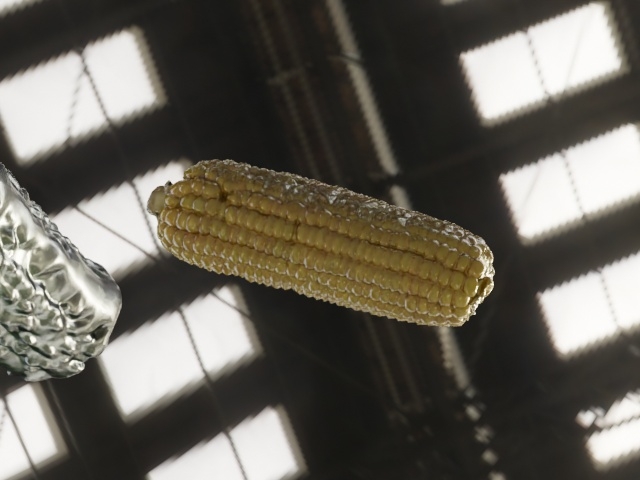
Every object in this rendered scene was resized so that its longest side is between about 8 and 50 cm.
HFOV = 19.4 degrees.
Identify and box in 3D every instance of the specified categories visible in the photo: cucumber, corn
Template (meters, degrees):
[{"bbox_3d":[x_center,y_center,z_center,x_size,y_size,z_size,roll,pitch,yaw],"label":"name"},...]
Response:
[{"bbox_3d":[-0.113,-0.006,0.562,0.058,0.058,0.187,-39,-27,-6],"label":"cucumber"},{"bbox_3d":[0.000,0.000,1.067,0.207,0.068,0.068,14,-81,12],"label":"corn"}]
